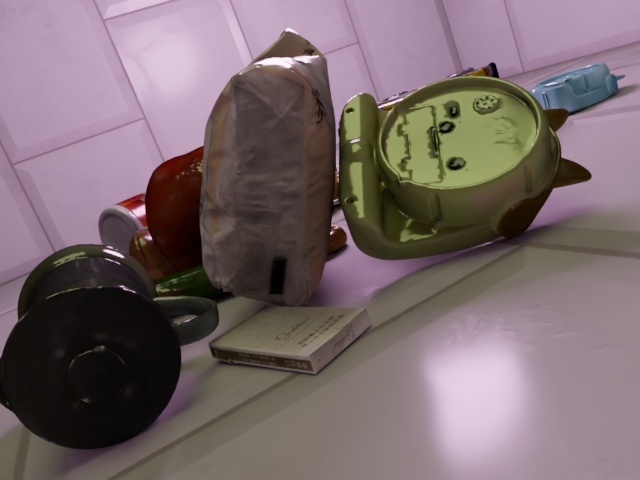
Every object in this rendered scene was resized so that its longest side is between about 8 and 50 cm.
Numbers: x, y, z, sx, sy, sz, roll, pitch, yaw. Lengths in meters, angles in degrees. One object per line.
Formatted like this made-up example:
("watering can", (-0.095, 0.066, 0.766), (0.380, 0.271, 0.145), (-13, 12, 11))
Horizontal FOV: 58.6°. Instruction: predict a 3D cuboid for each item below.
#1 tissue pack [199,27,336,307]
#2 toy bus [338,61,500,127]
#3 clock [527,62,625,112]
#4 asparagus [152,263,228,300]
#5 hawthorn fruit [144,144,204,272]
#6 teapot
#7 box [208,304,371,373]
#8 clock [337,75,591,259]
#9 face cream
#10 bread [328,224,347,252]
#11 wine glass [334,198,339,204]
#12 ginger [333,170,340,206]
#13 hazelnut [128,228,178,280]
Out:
("tissue pack", (-0.071, -0.118, 0.907), (0.194, 0.391, 0.376), (5, 24, 1))
("toy bus", (0.272, -0.313, 1.585), (0.439, 0.210, 0.249), (-10, 18, 36))
("clock", (0.712, -0.429, 1.618), (0.274, 0.094, 0.223), (-25, 15, -14))
("asparagus", (-0.220, 0.081, 1.049), (0.342, 0.082, 0.085), (-18, -26, 7))
("hawthorn fruit", (-0.230, -0.064, 1.186), (0.311, 0.295, 0.295), (18, 32, 27))
("teapot", (-0.267, 0.119, 0.746), (0.270, 0.201, 0.337), (-6, 9, -22))
("box", (-0.042, 0.119, 0.716), (0.198, 0.029, 0.109), (-6, 20, 46))
("clock", (0.202, -0.126, 0.849), (0.348, 0.117, 0.286), (-9, 51, 14))
("face cream", (-0.544, -0.036, 1.747), (0.200, 0.201, 0.187), (-11, 16, 37))
("bread", (0.000, 0.000, 1.101), (0.083, 0.044, 0.110), (-30, 18, -28))
("wine glass", (-0.021, -0.067, 1.332), (0.195, 0.079, 0.079), (-21, 13, -5))
("ginger", (0.014, -0.132, 1.485), (0.216, 0.102, 0.157), (-15, 13, -28))
("hazelnut", (-0.362, 0.041, 1.280), (0.150, 0.150, 0.150), (-20, 13, 5))
